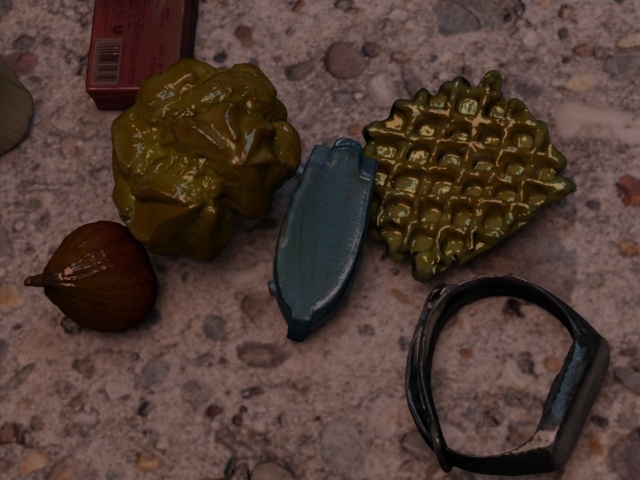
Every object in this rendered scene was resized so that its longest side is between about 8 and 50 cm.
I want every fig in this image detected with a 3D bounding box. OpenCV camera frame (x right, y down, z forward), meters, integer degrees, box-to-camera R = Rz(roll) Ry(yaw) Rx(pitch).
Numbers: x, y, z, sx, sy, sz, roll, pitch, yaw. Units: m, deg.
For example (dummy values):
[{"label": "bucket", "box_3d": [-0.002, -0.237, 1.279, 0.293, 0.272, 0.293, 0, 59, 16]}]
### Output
[{"label": "fig", "box_3d": [-0.236, 0.027, 1.857, 0.119, 0.153, 0.119, -10, 61, 20]}]

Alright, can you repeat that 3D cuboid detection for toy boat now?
[{"label": "toy boat", "box_3d": [0.000, 0.000, 1.847, 0.088, 0.102, 0.215, 14, 92, -3]}]

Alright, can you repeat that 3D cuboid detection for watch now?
[{"label": "watch", "box_3d": [0.172, 0.136, 1.771, 0.193, 0.068, 0.206, 18, 69, 22]}]

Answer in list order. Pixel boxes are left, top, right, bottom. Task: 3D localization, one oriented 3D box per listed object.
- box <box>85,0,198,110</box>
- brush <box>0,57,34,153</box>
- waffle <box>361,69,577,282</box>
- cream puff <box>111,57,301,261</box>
[{"label": "box", "box_3d": [-0.197, -0.221, 2.006, 0.111, 0.060, 0.156, 1, 70, 12]}, {"label": "brush", "box_3d": [-0.458, -0.131, 1.964, 0.267, 0.166, 0.174, -45, 67, -8]}, {"label": "waffle", "box_3d": [0.133, -0.070, 1.872, 0.223, 0.054, 0.204, -32, 63, -3]}, {"label": "cream puff", "box_3d": [-0.118, -0.084, 1.844, 0.195, 0.194, 0.221, 35, 83, 23]}]
